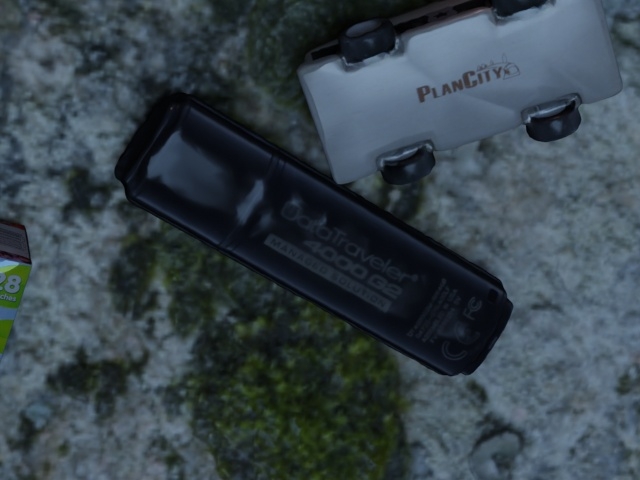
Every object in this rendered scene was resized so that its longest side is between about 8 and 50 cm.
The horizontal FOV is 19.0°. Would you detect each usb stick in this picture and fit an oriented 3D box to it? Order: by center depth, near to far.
[{"bbox_3d":[0.000,0.000,1.212,0.278,0.045,0.077,30,96,-23],"label":"usb stick"}]

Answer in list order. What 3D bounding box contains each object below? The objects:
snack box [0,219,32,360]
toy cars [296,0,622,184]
[{"bbox_3d":[-0.297,0.053,1.148,0.207,0.070,0.174,15,108,-20],"label":"snack box"},{"bbox_3d":[0.136,-0.191,1.145,0.176,0.087,0.394,29,106,-17],"label":"toy cars"}]
